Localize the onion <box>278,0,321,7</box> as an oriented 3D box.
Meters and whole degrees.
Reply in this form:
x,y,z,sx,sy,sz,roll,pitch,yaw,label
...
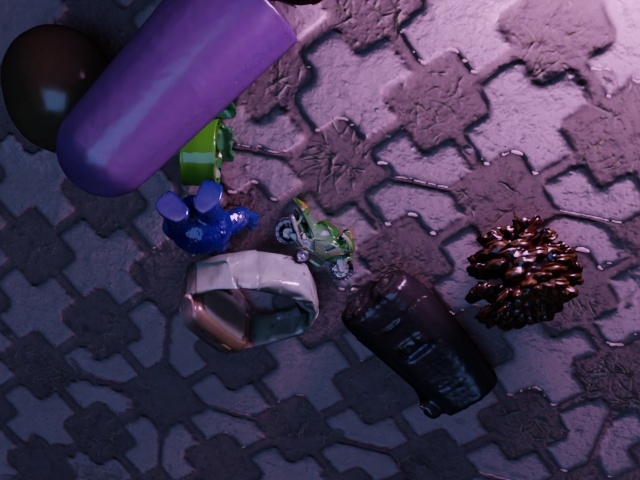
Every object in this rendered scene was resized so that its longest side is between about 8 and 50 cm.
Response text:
x,y,z,sx,sy,sz,roll,pitch,yaw,label
-0.054,-0.521,1.169,0.281,0.221,0.280,0,86,-2,onion

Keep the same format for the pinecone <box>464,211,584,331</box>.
x,y,z,sx,sy,sz,roll,pitch,yaw,label
0.373,0.058,1.341,0.222,0.221,0.221,5,115,10,pinecone

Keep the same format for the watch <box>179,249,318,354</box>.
x,y,z,sx,sy,sz,roll,pitch,yaw,label
-0.132,0.120,1.485,0.241,0.161,0.253,-24,135,23,watch

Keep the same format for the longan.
x,y,z,sx,sy,sz,roll,pitch,yaw,label
-0.494,-0.285,1.367,0.248,0.248,0.248,5,115,10,longan

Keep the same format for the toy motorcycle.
x,y,z,sx,sy,sz,roll,pitch,yaw,label
0.000,0.000,1.468,0.190,0.074,0.106,35,107,-3,toy motorcycle

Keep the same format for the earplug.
x,y,z,sx,sy,sz,roll,pitch,yaw,label
-0.267,-0.261,1.240,0.215,0.215,0.456,44,92,-9,earplug

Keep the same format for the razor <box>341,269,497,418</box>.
x,y,z,sx,sy,sz,roll,pitch,yaw,label
0.207,0.217,1.496,0.189,0.107,0.327,-38,102,24,razor

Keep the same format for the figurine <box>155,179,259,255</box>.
x,y,z,sx,sy,sz,roll,pitch,yaw,label
-0.227,-0.020,1.417,0.164,0.262,0.120,-11,72,13,figurine

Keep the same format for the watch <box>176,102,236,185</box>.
x,y,z,sx,sy,sz,roll,pitch,yaw,label
-0.234,-0.189,1.379,0.131,0.152,0.165,5,122,-1,watch
